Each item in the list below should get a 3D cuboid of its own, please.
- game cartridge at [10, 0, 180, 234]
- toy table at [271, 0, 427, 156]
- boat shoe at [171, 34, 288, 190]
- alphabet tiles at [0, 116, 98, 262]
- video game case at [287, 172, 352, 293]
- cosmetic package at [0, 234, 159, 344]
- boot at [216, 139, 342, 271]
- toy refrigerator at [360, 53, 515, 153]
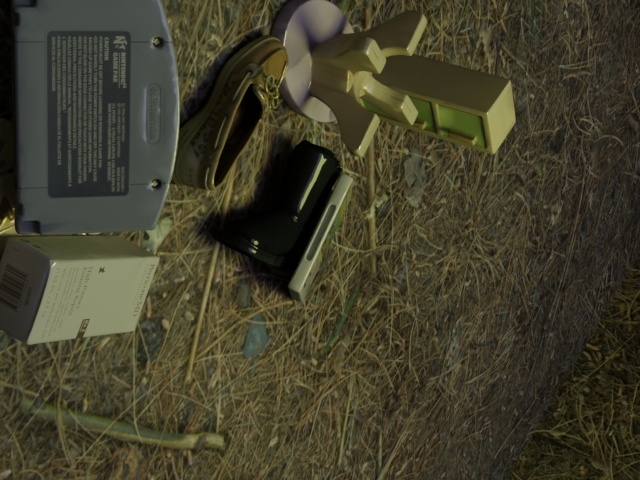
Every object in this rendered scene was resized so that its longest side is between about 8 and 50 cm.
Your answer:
[{"bbox_3d":[-0.269,-0.154,1.549,0.198,0.062,0.297,-4,109,-22],"label":"game cartridge"},{"bbox_3d":[0.048,-0.268,2.054,0.274,0.161,0.252,22,88,-63],"label":"toy table"},{"bbox_3d":[-0.117,-0.182,1.890,0.285,0.089,0.104,-57,149,-23],"label":"boat shoe"},{"bbox_3d":[-0.360,-0.036,1.630,0.284,0.021,0.278,-32,134,-50],"label":"alphabet tiles"},{"bbox_3d":[0.000,0.000,2.174,0.227,0.026,0.206,85,30,-83],"label":"video game case"},{"bbox_3d":[-0.316,0.060,1.664,0.231,0.085,0.117,-3,116,-61],"label":"cosmetic package"},{"bbox_3d":[-0.060,-0.064,2.054,0.207,0.094,0.246,-67,158,1],"label":"boot"},{"bbox_3d":[0.188,-0.240,2.197,0.094,0.269,0.102,-54,148,-28],"label":"toy refrigerator"}]
